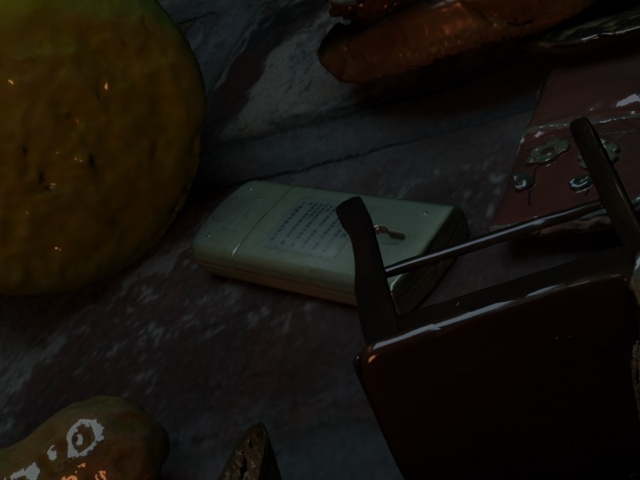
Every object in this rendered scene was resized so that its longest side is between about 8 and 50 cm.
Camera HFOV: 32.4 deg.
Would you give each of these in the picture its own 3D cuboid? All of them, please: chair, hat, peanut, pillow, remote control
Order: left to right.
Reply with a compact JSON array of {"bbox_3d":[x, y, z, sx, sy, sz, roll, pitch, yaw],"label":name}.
[{"bbox_3d":[-0.201,0.175,0.710,0.226,0.108,0.095,-28,41,-1],"label":"peanut"},{"bbox_3d":[-0.032,0.182,0.618,0.146,0.067,0.146,-157,90,-82],"label":"hat"},{"bbox_3d":[0.000,0.000,0.857,0.233,0.038,0.098,9,49,43],"label":"remote control"},{"bbox_3d":[0.126,0.086,0.538,0.186,0.160,0.319,-20,33,5],"label":"chair"},{"bbox_3d":[0.203,-0.080,0.804,0.126,0.043,0.232,-7,38,33],"label":"pillow"}]

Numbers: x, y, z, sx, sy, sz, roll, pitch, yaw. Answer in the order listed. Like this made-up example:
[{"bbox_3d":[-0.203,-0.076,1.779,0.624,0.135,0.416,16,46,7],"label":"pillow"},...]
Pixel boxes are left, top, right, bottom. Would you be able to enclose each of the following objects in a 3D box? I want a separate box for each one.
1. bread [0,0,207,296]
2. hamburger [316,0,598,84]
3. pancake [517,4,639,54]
[{"bbox_3d":[-0.291,-0.126,0.999,0.348,0.348,0.308,-35,40,-8],"label":"bread"},{"bbox_3d":[0.121,-0.274,0.958,0.318,0.195,0.277,-32,17,-11],"label":"hamburger"},{"bbox_3d":[0.252,-0.186,0.901,0.184,0.020,0.190,-32,22,-35],"label":"pancake"}]
